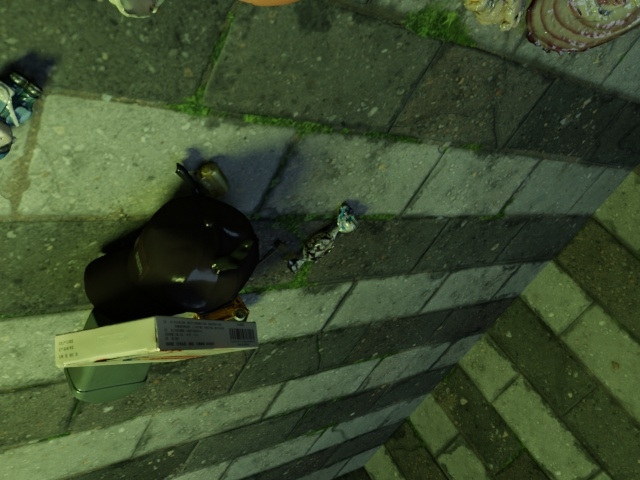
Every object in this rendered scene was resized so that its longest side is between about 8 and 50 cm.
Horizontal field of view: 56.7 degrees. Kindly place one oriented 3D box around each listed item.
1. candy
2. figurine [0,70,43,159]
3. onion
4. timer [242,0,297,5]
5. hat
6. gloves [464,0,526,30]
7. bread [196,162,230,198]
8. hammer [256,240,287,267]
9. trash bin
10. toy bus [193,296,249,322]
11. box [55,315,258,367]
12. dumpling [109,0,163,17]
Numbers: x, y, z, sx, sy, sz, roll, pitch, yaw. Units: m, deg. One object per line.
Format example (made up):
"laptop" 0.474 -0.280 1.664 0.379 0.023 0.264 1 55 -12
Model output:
"candy" 0.000 0.000 1.485 0.226 0.051 0.094 -45 137 10
"figurine" -0.447 -0.172 0.820 0.077 0.079 0.136 37 82 -35
"onion" 0.555 -0.547 1.239 0.280 0.146 0.314 -17 151 14
"timer" -0.066 -0.411 0.708 0.229 0.230 0.215 -23 147 -20
"hat" -0.263 0.005 1.069 0.336 0.238 0.209 -13 144 -18
"gloves" 0.353 -0.473 1.170 0.144 0.094 0.110 -11 130 -23
"bread" -0.207 -0.116 1.141 0.049 0.034 0.088 -34 147 -1
"hammer" -0.130 0.043 1.441 0.110 0.019 0.035 -41 148 11
"trash bin" -0.460 0.255 1.325 0.176 0.101 0.236 2 129 -43
"toy bus" -0.260 0.199 1.463 0.162 0.074 0.070 -18 151 -31
"box" -0.294 0.194 1.138 0.214 0.069 0.353 -12 165 19
"dumpling" -0.226 -0.383 0.721 0.155 0.111 0.181 -49 174 -49
